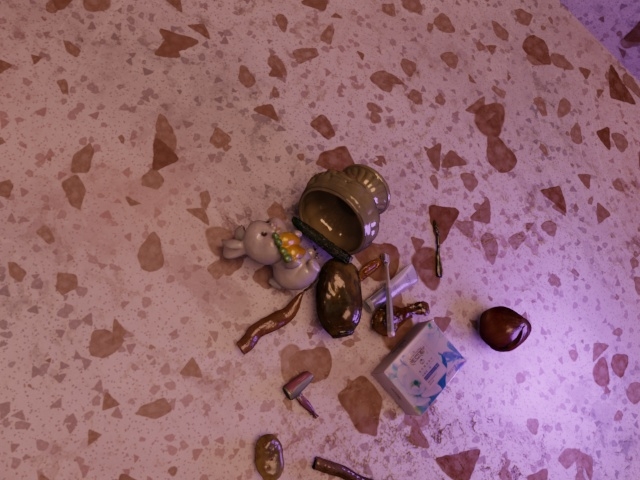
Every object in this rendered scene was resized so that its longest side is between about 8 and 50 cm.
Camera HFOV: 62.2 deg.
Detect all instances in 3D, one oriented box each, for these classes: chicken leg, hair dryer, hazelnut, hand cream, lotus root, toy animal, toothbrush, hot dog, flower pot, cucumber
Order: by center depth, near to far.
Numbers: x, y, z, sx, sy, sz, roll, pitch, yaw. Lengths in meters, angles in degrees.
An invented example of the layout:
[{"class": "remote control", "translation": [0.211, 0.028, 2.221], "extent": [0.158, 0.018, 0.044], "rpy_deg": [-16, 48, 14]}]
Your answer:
[{"class": "toy animal", "translation": [-0.151, 0.034, 1.749], "extent": [0.310, 0.247, 0.183], "rpy_deg": [34, 50, -25]}, {"class": "hair dryer", "translation": [-0.050, 0.524, 1.762], "extent": [0.106, 0.054, 0.154], "rpy_deg": [-29, 98, -28]}, {"class": "cucumber", "translation": [0.000, 0.000, 1.812], "extent": [0.256, 0.043, 0.044], "rpy_deg": [36, 103, 13]}, {"class": "lotus root", "translation": [0.061, 0.200, 1.819], "extent": [0.160, 0.152, 0.275], "rpy_deg": [5, 66, -15]}, {"class": "flower pot", "translation": [0.095, -0.124, 1.849], "extent": [0.307, 0.307, 0.244], "rpy_deg": [47, 50, -3]}, {"class": "toothbrush", "translation": [0.241, 0.186, 1.883], "extent": [0.030, 0.025, 0.342], "rpy_deg": [36, 41, -39]}, {"class": "chicken leg", "translation": [0.291, 0.273, 1.925], "extent": [0.251, 0.087, 0.107], "rpy_deg": [-12, 90, -28]}, {"class": "hot dog", "translation": [0.174, 0.108, 1.948], "extent": [0.137, 0.028, 0.044], "rpy_deg": [-34, 83, -22]}, {"class": "hand cream", "translation": [0.262, 0.177, 1.949], "extent": [0.255, 0.048, 0.079], "rpy_deg": [-32, 111, -23]}, {"class": "hazelnut", "translation": [0.699, 0.330, 1.999], "extent": [0.204, 0.178, 0.178], "rpy_deg": [27, 69, -28]}]

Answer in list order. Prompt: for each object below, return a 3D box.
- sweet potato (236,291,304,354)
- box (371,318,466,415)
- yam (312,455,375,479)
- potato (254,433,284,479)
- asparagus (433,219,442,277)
[{"class": "sweet potato", "translation": [-0.158, 0.272, 1.771], "extent": [0.281, 0.059, 0.067], "rpy_deg": [-34, 102, -22]}, {"class": "box", "translation": [0.350, 0.448, 1.877], "extent": [0.274, 0.116, 0.203], "rpy_deg": [-41, 92, -23]}, {"class": "yam", "translation": [0.123, 0.788, 1.754], "extent": [0.326, 0.045, 0.045], "rpy_deg": [26, 38, -13]}, {"class": "potato", "translation": [-0.161, 0.678, 1.664], "extent": [0.091, 0.070, 0.138], "rpy_deg": [-2, 79, -21]}, {"class": "asparagus", "translation": [0.459, 0.030, 2.073], "extent": [0.022, 0.023, 0.233], "rpy_deg": [24, 62, -61]}]
